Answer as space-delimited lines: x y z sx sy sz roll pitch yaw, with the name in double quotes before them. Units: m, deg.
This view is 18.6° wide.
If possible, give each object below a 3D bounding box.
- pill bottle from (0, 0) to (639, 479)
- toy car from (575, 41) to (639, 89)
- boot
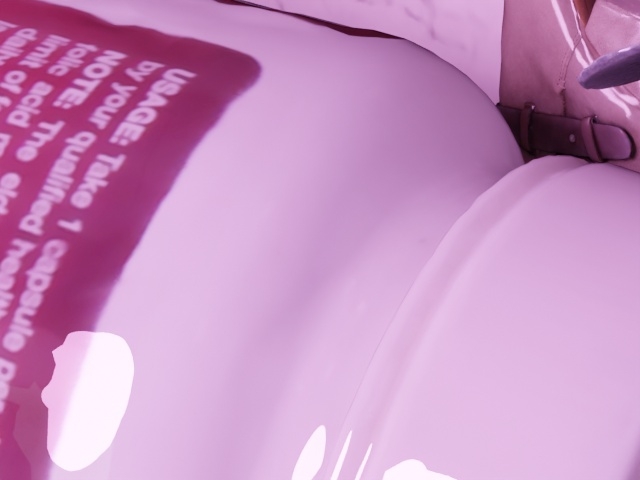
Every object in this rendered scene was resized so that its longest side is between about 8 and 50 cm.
"pill bottle" -0.075 0.033 0.566 0.392 0.224 0.224 18 107 26
"toy car" 0.149 -0.037 0.404 0.155 0.188 0.149 -11 86 45
"boot" 0.068 -0.059 0.591 0.118 0.042 0.087 42 129 43
